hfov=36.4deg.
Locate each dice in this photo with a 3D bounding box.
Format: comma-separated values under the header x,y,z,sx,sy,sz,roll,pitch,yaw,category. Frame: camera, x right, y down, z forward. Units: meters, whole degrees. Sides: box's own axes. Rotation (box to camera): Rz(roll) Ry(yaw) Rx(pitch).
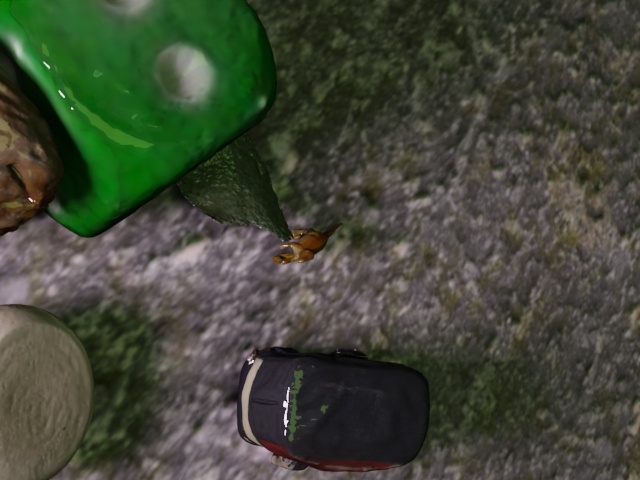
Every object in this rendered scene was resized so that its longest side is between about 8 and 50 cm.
x,y,z,sx,sy,sz,roll,pitch,yaw,category
-0.251,-0.200,1.192,0.287,0.297,0.300,-37,97,-29,dice

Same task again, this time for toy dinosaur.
x,y,z,sx,sy,sz,roll,pitch,yaw,category
0.000,0.000,1.444,0.162,0.126,0.039,-25,103,-28,toy dinosaur

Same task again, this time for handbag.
x,y,z,sx,sy,sz,roll,pitch,yaw,category
0.013,0.245,1.402,0.254,0.181,0.181,8,84,-28,handbag

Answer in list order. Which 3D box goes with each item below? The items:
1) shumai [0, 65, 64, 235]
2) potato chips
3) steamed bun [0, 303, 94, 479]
x,y,z,sx,sy,sz,roll,pitch,yaw,category
-0.441,-0.105,1.090,0.346,0.283,0.217,14,84,0,shumai
-0.134,-0.087,1.397,0.228,0.059,0.167,21,57,-28,potato chips
-0.393,0.191,1.175,0.232,0.145,0.232,0,91,-58,steamed bun
